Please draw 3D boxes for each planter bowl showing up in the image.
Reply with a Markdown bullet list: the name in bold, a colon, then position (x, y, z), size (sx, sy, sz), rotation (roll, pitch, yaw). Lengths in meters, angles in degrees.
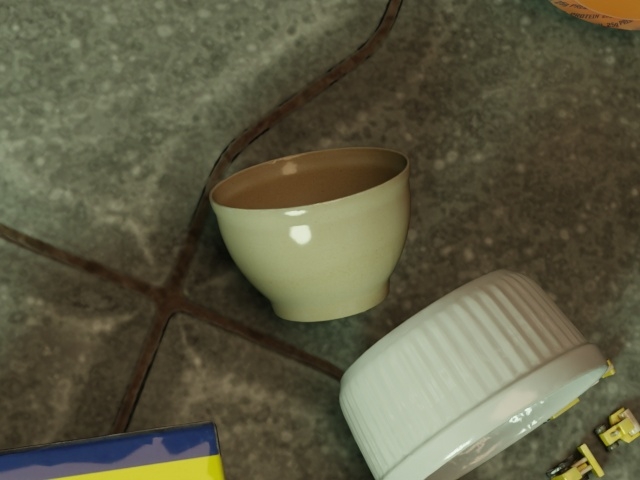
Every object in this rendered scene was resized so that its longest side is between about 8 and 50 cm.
- **planter bowl**: position (0.000, 0.000, 1.589), size (0.162, 0.162, 0.109), rotation (-17, 107, -21)

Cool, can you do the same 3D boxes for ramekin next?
- **ramekin**: position (0.113, 0.112, 1.562), size (0.207, 0.207, 0.109), rotation (-28, 77, -22)

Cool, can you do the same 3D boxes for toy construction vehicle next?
- **toy construction vehicle**: position (0.224, 0.156, 1.672), size (0.098, 0.035, 0.086), rotation (-28, 86, -22)

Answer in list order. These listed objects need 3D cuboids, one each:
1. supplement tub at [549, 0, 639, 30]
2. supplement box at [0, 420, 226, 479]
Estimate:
- **supplement tub**: position (0.290, -0.358, 1.746), size (0.193, 0.193, 0.316), rotation (18, 71, -13)
- **supplement box**: position (-0.158, 0.328, 1.416), size (0.195, 0.194, 0.356), rotation (-7, 78, -20)
